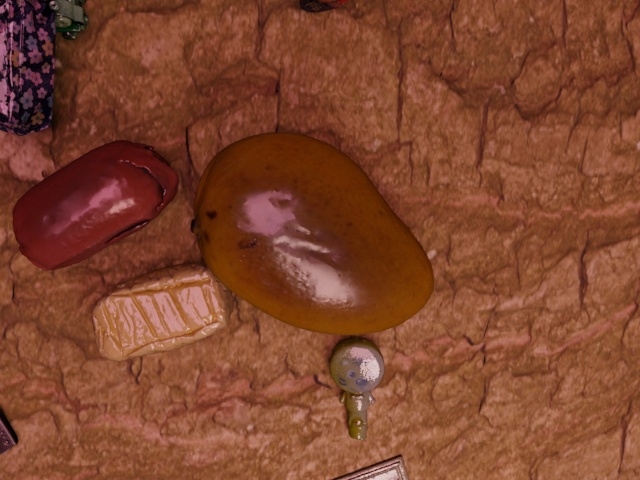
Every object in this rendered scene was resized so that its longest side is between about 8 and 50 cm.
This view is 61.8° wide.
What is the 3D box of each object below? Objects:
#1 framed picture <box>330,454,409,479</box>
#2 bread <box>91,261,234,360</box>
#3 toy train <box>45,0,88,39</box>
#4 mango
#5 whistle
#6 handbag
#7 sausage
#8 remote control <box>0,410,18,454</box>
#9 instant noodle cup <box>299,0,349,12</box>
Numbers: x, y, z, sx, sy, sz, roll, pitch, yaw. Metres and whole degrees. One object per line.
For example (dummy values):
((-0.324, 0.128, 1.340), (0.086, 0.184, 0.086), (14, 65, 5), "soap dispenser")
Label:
((0.057, 0.575, 1.050), (0.293, 0.018, 0.231), (-18, 96, -4), "framed picture")
((-0.271, 0.119, 0.934), (0.236, 0.106, 0.140), (-16, 97, -5), "bread")
((-0.426, -0.428, 0.879), (0.071, 0.104, 0.178), (-3, 96, -10), "toy train")
((0.000, 0.000, 0.910), (0.445, 0.220, 0.301), (26, 85, -17), "mango")
((0.070, 0.279, 1.016), (0.104, 0.057, 0.198), (-2, 101, 4), "whistle")
((-0.526, -0.290, 0.842), (0.207, 0.127, 0.229), (13, 106, 16), "handbag")
((-0.371, -0.062, 0.889), (0.279, 0.152, 0.152), (-30, 97, -4), "sausage")
((-0.611, 0.285, 0.949), (0.059, 0.028, 0.212), (-26, 97, -8), "remote control")
((0.000, -0.487, 0.920), (0.127, 0.127, 0.136), (-20, 89, -5), "instant noodle cup")
